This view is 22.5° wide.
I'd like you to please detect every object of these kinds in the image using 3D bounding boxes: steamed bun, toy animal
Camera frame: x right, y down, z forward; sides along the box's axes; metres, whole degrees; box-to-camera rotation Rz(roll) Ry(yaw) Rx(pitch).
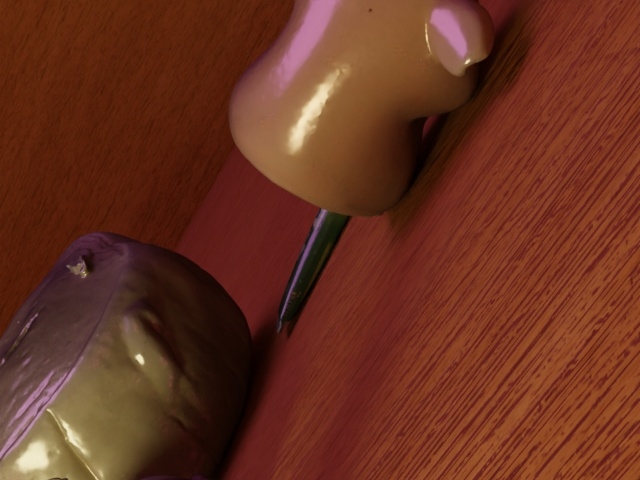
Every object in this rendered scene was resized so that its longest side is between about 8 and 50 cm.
[{"bbox_3d":[-0.197,0.148,1.693,0.236,0.247,0.383,-30,28,38],"label":"steamed bun"},{"bbox_3d":[0.041,-0.139,1.353,0.256,0.195,0.213,-57,-15,25],"label":"toy animal"}]

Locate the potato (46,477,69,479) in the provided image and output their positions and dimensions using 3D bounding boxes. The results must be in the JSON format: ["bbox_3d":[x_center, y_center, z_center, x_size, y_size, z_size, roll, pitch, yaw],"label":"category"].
[{"bbox_3d":[-0.099,0.280,1.062,0.120,0.100,0.261,-10,86,50],"label":"potato"}]

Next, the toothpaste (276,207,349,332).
[{"bbox_3d":[0.000,0.000,1.639,0.204,0.031,0.049,-64,6,6],"label":"toothpaste"}]

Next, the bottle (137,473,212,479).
[{"bbox_3d":[-0.142,0.262,1.402,0.110,0.110,0.233,-66,8,-23],"label":"bottle"}]
